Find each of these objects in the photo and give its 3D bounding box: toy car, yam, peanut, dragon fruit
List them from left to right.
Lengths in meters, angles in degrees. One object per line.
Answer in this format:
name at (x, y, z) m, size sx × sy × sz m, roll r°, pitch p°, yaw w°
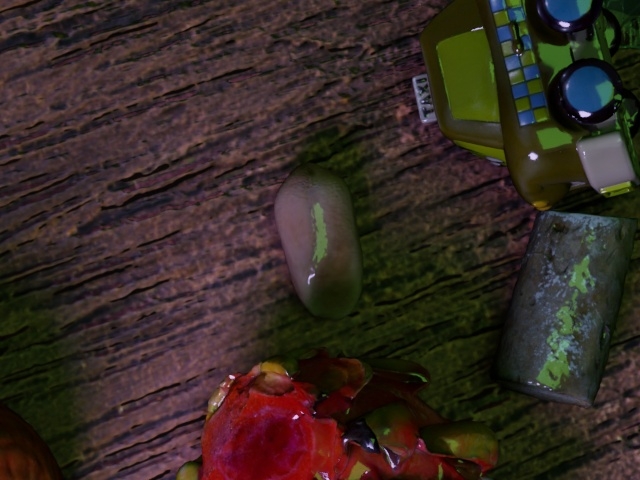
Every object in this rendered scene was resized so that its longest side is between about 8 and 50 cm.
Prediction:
peanut at (0.000, 0.000, 1.771) m, size 0.076 × 0.076 × 0.152 m, roll -10°, pitch 81°, yaw -11°
dragon fruit at (0.039, 0.221, 1.674) m, size 0.307 × 0.243 × 0.227 m, roll 38°, pitch 117°, yaw 16°
toy car at (0.187, -0.148, 1.774) m, size 0.198 × 0.204 × 0.247 m, roll -15°, pitch 82°, yaw 12°
yam at (0.232, 0.054, 1.783) m, size 0.107 × 0.107 × 0.194 m, roll 18°, pitch 79°, yaw -7°

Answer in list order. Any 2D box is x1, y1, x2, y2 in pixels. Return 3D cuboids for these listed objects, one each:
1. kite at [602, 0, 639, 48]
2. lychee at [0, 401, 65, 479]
kite at (0.284, -0.214, 1.878) m, size 0.335 × 0.011 × 0.314 m, roll 9°, pitch 81°, yaw -7°
lychee at (-0.322, 0.247, 1.590) m, size 0.255 × 0.300 × 0.255 m, roll -15°, pitch 125°, yaw -23°
